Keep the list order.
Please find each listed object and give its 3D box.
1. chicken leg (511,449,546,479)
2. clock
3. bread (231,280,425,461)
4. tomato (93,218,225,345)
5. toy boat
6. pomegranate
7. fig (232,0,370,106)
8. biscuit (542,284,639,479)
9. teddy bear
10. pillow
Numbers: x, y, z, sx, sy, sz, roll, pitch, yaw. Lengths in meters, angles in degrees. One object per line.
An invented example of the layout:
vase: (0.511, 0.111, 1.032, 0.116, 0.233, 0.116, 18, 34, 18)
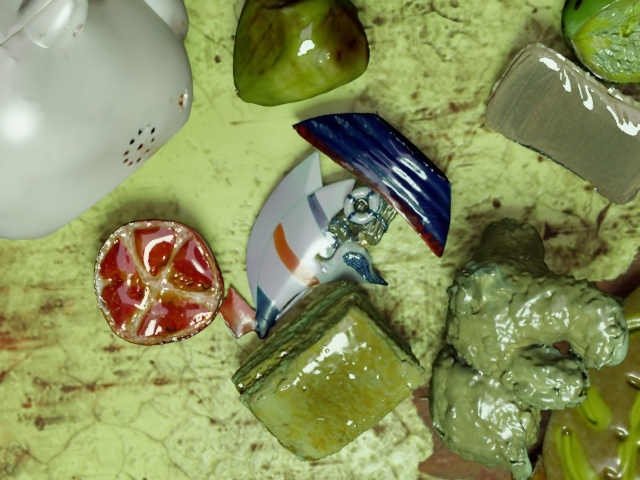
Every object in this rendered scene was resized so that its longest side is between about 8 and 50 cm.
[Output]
chicken leg: (0.358, 0.239, 1.291, 0.304, 0.093, 0.113, -32, 80, 0)
clock: (-0.296, -0.148, 1.157, 0.368, 0.377, 0.250, -38, 95, 4)
bread: (0.006, 0.158, 1.279, 0.196, 0.102, 0.138, -38, 108, 6)
tomato: (-0.188, 0.044, 1.310, 0.155, 0.069, 0.156, 0, 96, 2)
toy boat: (-0.003, -0.029, 1.311, 0.318, 0.072, 0.219, -24, 94, 13)
pomegranate: (0.335, -0.264, 1.237, 0.143, 0.122, 0.169, -22, 130, 11)
fig: (-0.028, -0.218, 1.254, 0.154, 0.144, 0.166, 34, 120, -16)
biscuit: (0.445, 0.207, 1.220, 0.350, 0.070, 0.394, 28, 74, 13)
teddy bear: (0.201, 0.131, 1.224, 0.156, 0.267, 0.256, -4, 114, -21)
pillow: (0.295, -0.132, 1.267, 0.211, 0.034, 0.135, 33, 135, 1)
